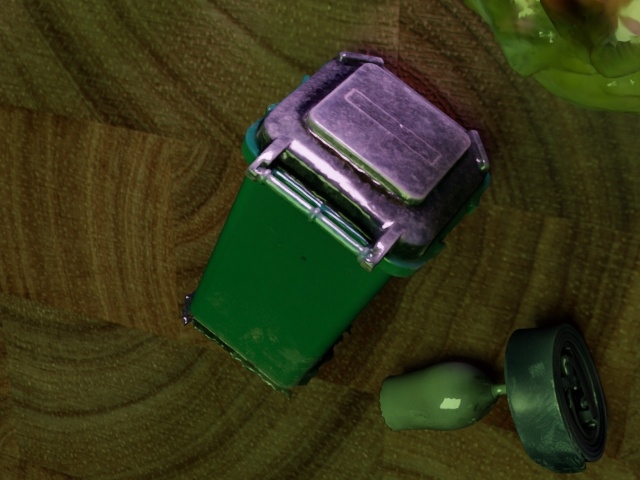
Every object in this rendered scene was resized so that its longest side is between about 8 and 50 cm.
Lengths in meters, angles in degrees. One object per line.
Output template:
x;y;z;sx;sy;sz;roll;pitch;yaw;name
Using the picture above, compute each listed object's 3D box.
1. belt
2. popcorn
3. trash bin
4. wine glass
0.292;0.197;1.629;0.082;0.141;0.190;-10;113;33;belt
0.316;-0.266;1.290;0.312;0.312;0.312;12;121;22;popcorn
0.000;0.000;1.598;0.259;0.295;0.381;37;133;6;trash bin
0.180;0.204;1.722;0.202;0.093;0.093;-13;109;32;wine glass
